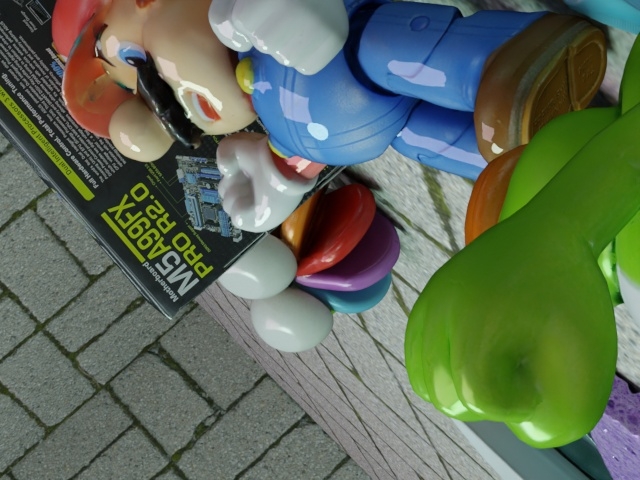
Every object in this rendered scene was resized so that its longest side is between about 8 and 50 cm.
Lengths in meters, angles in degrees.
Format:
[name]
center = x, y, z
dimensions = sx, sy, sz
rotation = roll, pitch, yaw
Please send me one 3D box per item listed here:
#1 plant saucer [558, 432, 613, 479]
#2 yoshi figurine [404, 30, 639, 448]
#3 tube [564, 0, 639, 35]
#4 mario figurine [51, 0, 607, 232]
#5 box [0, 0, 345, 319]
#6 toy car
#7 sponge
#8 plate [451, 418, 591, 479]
[plant saucer]
center = 0.209, 0.153, 1.056
dimensions = 0.119, 0.021, 0.119
rotation = 46, 169, 12
[yoshi figurine]
center = 0.146, 0.013, 0.329
dimensions = 0.203, 0.203, 0.362
rotation = 46, 165, 5
[tube]
center = 0.068, -0.152, 0.465
dimensions = 0.207, 0.052, 0.080
rotation = 47, -178, -33
[mario figurine]
center = -0.022, -0.064, 0.651
dimensions = 0.321, 0.170, 0.198
rotation = 20, 121, 33
[box]
center = -0.103, -0.121, 0.799
dimensions = 0.270, 0.216, 0.060
rotation = 51, 170, -20
[toy car]
center = 0.000, 0.000, 1.103
dimensions = 0.136, 0.159, 0.182
rotation = -2, 141, 27
[sponge]
center = 0.256, 0.182, 0.937
dimensions = 0.117, 0.031, 0.210
rotation = 37, 165, 48
[plate]
center = 0.248, 0.262, 1.167
dimensions = 0.278, 0.045, 0.277
rotation = 40, 174, 38
